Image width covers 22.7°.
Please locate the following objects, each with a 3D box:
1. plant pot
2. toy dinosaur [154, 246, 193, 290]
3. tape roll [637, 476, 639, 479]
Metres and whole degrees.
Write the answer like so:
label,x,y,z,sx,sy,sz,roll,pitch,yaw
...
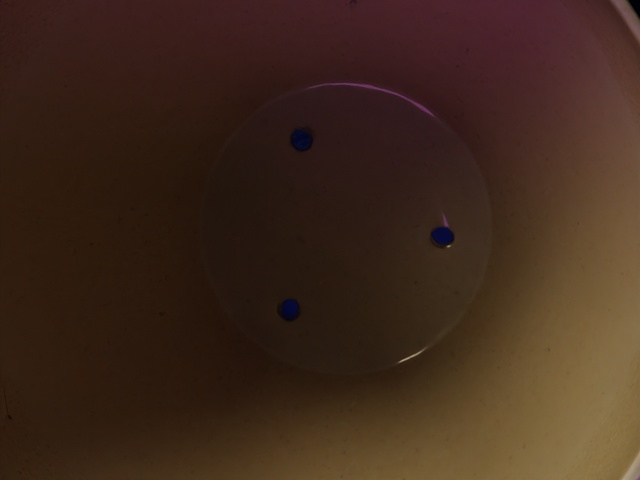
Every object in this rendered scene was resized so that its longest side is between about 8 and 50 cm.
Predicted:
label,x,y,z,sx,sy,sz,roll,pitch,yaw
plant pot,0.000,0.000,0.635,0.284,0.284,0.191,24,-175,6
toy dinosaur,-0.120,-0.029,0.801,0.313,0.160,0.121,12,104,3
tape roll,0.235,0.113,0.741,0.286,0.100,0.286,20,149,12
